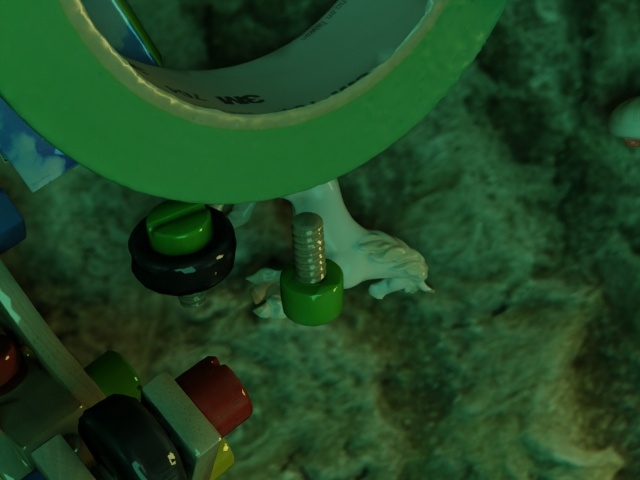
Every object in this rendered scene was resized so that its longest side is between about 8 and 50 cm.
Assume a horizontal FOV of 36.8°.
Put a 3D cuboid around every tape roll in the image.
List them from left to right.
[{"bbox_3d":[-0.033,-0.177,0.457,0.321,0.077,0.321,-18,125,-28],"label":"tape roll"}]

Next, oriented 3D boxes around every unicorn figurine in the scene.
[{"bbox_3d":[0.000,0.000,0.602,0.111,0.060,0.162,-25,111,1],"label":"unicorn figurine"}]

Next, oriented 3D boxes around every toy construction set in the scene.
[{"bbox_3d":[-0.154,0.144,0.506,0.257,0.309,0.237,12,132,17],"label":"toy construction set"}]

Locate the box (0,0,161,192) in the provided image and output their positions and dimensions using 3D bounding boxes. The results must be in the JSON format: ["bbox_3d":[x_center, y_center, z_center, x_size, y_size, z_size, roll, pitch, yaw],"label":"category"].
[{"bbox_3d":[-0.170,-0.129,0.539,0.109,0.042,0.178,-31,112,4],"label":"box"}]

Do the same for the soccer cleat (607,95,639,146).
[{"bbox_3d":[0.269,-0.101,0.609,0.196,0.068,0.076,-10,105,-12],"label":"soccer cleat"}]
